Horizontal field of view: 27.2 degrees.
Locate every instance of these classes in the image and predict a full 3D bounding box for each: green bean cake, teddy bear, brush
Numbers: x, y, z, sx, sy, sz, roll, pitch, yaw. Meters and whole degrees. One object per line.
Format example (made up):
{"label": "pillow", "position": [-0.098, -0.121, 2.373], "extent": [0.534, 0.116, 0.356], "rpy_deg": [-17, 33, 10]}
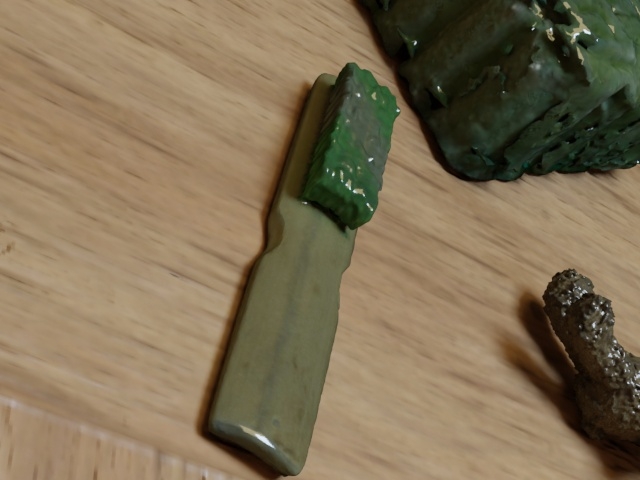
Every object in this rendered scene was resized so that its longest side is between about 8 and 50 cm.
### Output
{"label": "green bean cake", "position": [0.155, -0.167, 0.939], "extent": [0.255, 0.132, 0.241], "rpy_deg": [-2, 58, -47]}
{"label": "teddy bear", "position": [0.195, 0.095, 0.804], "extent": [0.160, 0.078, 0.119], "rpy_deg": [37, 4, -9]}
{"label": "brush", "position": [0.000, 0.000, 0.702], "extent": [0.054, 0.048, 0.282], "rpy_deg": [34, 41, -17]}
